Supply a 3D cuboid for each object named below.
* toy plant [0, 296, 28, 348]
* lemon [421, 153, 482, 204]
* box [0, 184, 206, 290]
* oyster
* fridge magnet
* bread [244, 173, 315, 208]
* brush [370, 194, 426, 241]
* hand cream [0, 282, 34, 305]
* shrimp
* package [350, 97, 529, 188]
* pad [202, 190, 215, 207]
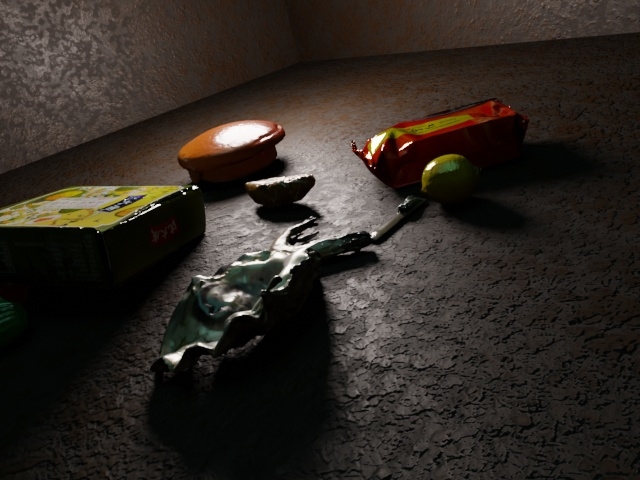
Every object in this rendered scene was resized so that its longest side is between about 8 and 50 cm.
[{"bbox_3d":[-0.701,0.203,0.997,0.154,0.088,0.240,25,52,32],"label":"toy plant"},{"bbox_3d":[0.278,-0.129,1.084,0.133,0.109,0.109,-15,25,20],"label":"lemon"},{"bbox_3d":[-0.541,-0.028,1.186,0.420,0.138,0.373,2,19,18],"label":"box"},{"bbox_3d":[-0.122,0.102,0.858,0.238,0.115,0.351,-2,23,42],"label":"oyster"},{"bbox_3d":[-0.289,-0.302,1.676,0.363,0.155,0.363,-12,26,6],"label":"fridge magnet"},{"bbox_3d":[-0.107,-0.126,1.324,0.233,0.076,0.105,-4,16,36],"label":"bread"},{"bbox_3d":[0.163,-0.053,1.089,0.034,0.028,0.190,11,38,45],"label":"brush"},{"bbox_3d":[-0.765,0.081,1.267,0.139,0.089,0.314,-14,22,-16],"label":"hand cream"},{"bbox_3d":[0.000,0.000,1.056,0.219,0.046,0.152,-11,30,10],"label":"shrimp"},{"bbox_3d":[0.293,-0.244,1.282,0.423,0.123,0.196,-13,24,6],"label":"package"},{"bbox_3d":[-0.429,-0.105,1.538,0.211,0.003,0.143,-12,26,8],"label":"pad"}]
